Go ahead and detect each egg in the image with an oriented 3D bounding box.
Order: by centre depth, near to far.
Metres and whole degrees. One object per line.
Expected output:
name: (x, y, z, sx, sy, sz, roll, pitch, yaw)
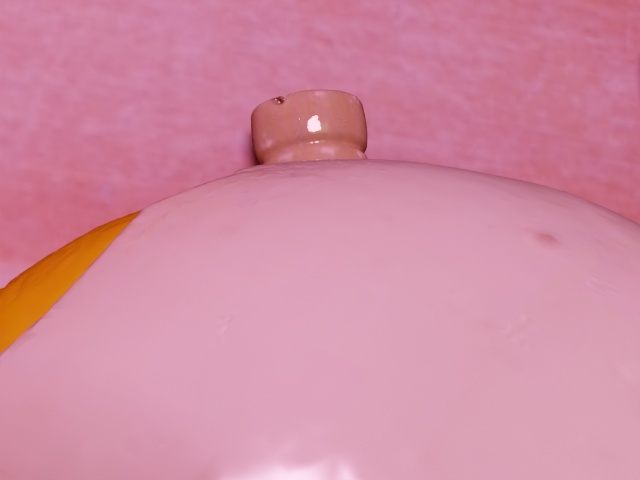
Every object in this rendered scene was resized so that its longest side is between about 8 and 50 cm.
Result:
egg: (0.023, 0.113, 0.489, 0.345, 0.283, 0.283, -14, 82, -38)

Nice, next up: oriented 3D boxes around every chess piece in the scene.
chess piece: (0.000, 0.000, 0.663, 0.066, 0.066, 0.122, -3, 74, -20)
